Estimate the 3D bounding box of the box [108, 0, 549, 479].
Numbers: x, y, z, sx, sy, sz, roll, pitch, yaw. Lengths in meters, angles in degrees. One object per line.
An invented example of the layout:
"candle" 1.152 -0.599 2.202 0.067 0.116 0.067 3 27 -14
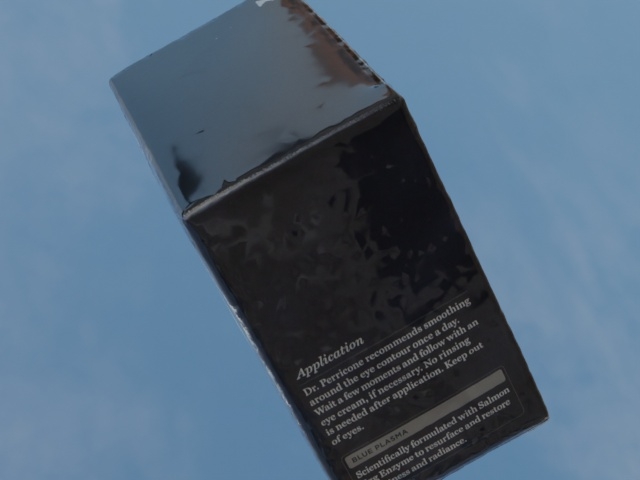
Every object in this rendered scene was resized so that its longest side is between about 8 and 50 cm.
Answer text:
"box" 0.000 0.000 0.681 0.158 0.093 0.156 63 176 -29
